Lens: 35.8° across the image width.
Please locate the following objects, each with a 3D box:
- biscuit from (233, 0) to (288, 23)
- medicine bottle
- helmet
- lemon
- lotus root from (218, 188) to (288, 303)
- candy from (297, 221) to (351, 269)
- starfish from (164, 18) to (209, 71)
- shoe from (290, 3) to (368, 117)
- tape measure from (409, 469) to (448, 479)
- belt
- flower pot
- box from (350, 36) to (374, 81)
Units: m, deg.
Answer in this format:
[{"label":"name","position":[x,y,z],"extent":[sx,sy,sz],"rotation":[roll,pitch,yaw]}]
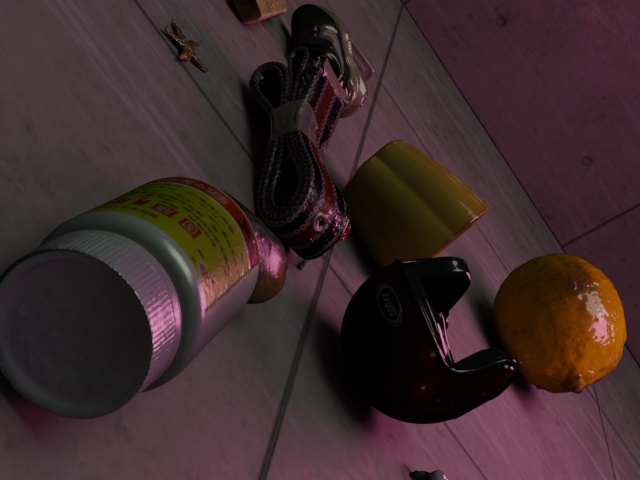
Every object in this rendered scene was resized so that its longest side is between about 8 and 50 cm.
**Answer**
[{"label":"biscuit","position":[-0.097,-0.393,1.646],"extent":[0.188,0.052,0.056],"rotation":[-50,124,-70]},{"label":"medicine bottle","position":[-0.140,0.036,0.754],"extent":[0.139,0.139,0.225],"rotation":[57,19,-5]},{"label":"helmet","position":[0.122,0.122,1.196],"extent":[0.216,0.193,0.189],"rotation":[53,13,-51]},{"label":"lemon","position":[0.466,0.163,1.921],"extent":[0.253,0.253,0.310],"rotation":[43,25,-39]},{"label":"lotus root","position":[-0.106,-0.002,0.978],"extent":[0.192,0.088,0.113],"rotation":[34,15,-50]},{"label":"candy","position":[0.000,0.000,1.328],"extent":[0.055,0.049,0.185],"rotation":[49,28,-7]},{"label":"starfish","position":[-0.173,-0.249,1.294],"extent":[0.092,0.016,0.086],"rotation":[47,24,-38]},{"label":"shoe","position":[-0.001,-0.320,1.717],"extent":[0.112,0.099,0.227],"rotation":[3,59,-59]},{"label":"tape measure","position":[0.133,0.352,1.021],"extent":[0.181,0.107,0.182],"rotation":[51,17,-3]},{"label":"belt","position":[-0.029,-0.124,1.324],"extent":[0.359,0.126,0.094],"rotation":[-91,155,-45]},{"label":"flower pot","position":[0.131,-0.049,1.524],"extent":[0.179,0.195,0.195],"rotation":[48,18,8]},{"label":"box","position":[0.037,-0.344,1.864],"extent":[0.122,0.084,0.069],"rotation":[50,14,-29]}]
